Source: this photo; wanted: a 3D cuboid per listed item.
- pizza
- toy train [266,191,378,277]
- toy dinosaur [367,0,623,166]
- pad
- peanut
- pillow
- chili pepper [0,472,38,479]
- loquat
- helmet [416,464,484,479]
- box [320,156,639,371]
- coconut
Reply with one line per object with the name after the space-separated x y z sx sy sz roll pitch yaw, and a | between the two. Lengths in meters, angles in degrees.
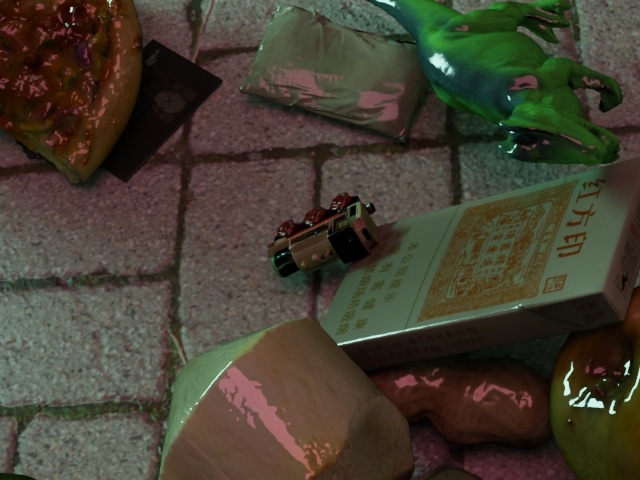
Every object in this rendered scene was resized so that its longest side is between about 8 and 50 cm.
-0.362 -0.254 1.900 0.277 0.114 0.409 -9 68 3 | pizza
0.000 0.000 1.710 0.138 0.050 0.087 -25 27 17 | toy train
0.121 -0.195 1.693 0.499 0.144 0.374 18 25 18 | toy dinosaur
-0.231 -0.168 1.909 0.127 0.004 0.190 32 69 25 | pad
0.142 0.166 1.594 0.227 0.086 0.104 9 63 16 | peanut
0.026 -0.213 1.872 0.229 0.050 0.148 17 67 18 | pillow
-0.460 0.321 1.605 0.359 0.076 0.085 -19 32 -3 | chili pepper
0.371 0.164 1.457 0.274 0.275 0.275 -4 58 6 | loquat
0.083 0.355 1.458 0.204 0.137 0.257 48 52 -7 | helmet
0.169 0.032 1.562 0.365 0.051 0.205 -14 34 38 | box
-0.048 0.206 1.510 0.239 0.239 0.244 -41 68 -16 | coconut
